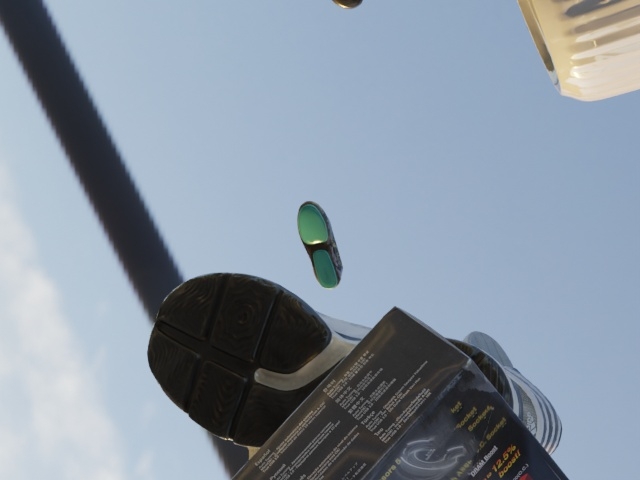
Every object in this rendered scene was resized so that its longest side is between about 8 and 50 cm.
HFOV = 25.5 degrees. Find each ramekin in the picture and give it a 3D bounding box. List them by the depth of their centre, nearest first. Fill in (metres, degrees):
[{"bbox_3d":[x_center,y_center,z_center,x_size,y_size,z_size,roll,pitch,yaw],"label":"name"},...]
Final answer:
[{"bbox_3d":[0.178,-0.189,0.919,0.207,0.109,0.207,-22,90,-82],"label":"ramekin"}]

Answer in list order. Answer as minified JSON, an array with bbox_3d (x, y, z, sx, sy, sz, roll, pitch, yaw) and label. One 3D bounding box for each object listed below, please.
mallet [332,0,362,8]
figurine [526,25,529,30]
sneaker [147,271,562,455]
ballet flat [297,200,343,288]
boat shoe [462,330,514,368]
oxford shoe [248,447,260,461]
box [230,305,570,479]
[{"bbox_3d":[0.009,-0.162,0.757,0.039,0.062,0.189,-48,-147,21],"label":"mallet"},{"bbox_3d":[0.287,-0.317,1.466,0.215,0.209,0.092,-45,-114,4],"label":"figurine"},{"bbox_3d":[0.042,0.166,1.487,0.448,0.257,0.169,13,-99,34],"label":"sneaker"},{"bbox_3d":[0.000,0.000,1.636,0.041,0.041,0.114,31,-39,58],"label":"ballet flat"},{"bbox_3d":[0.211,0.219,1.830,0.076,0.083,0.226,-54,-152,34],"label":"boat shoe"},{"bbox_3d":[-0.036,0.366,1.482,0.169,0.130,0.449,92,-4,-62],"label":"oxford shoe"},{"bbox_3d":[0.015,0.225,0.789,0.307,0.242,0.076,-47,-140,-7],"label":"box"}]
